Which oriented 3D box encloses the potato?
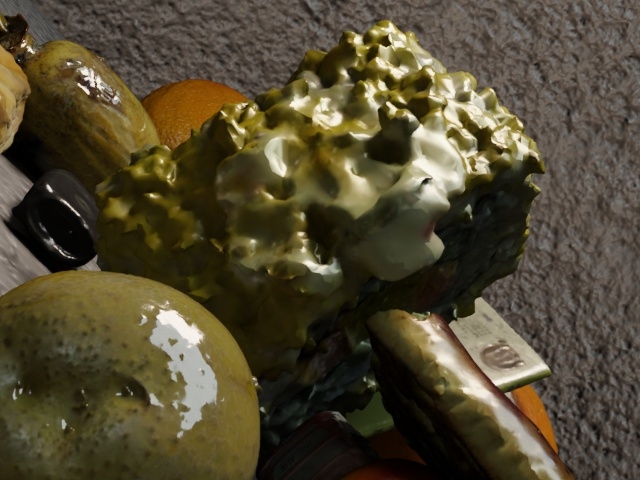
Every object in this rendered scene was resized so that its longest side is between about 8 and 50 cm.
[{"bbox_3d":[-0.103,0.097,0.537,0.157,0.157,0.194,48,-12,15],"label":"potato"}]

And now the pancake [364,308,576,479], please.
[{"bbox_3d":[0.172,0.240,0.855,0.427,0.067,0.305,53,-9,9],"label":"pancake"}]

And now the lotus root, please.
[{"bbox_3d":[-0.294,-0.150,1.175,0.278,0.154,0.154,52,-2,-34],"label":"lotus root"}]

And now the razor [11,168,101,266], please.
[{"bbox_3d":[-0.243,-0.019,0.985,0.090,0.054,0.148,47,2,-13],"label":"razor"}]

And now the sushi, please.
[{"bbox_3d":[0.000,0.000,0.948,0.240,0.396,0.351,48,-18,21],"label":"sushi"}]

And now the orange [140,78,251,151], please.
[{"bbox_3d":[-0.172,-0.093,1.463,0.264,0.264,0.264,47,1,-1],"label":"orange"}]

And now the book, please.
[{"bbox_3d":[0.056,0.126,1.176,0.239,0.352,0.035,48,-37,47],"label":"book"}]

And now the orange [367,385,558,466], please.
[{"bbox_3d":[0.153,0.250,1.255,0.284,0.226,0.284,24,44,-26],"label":"orange"}]

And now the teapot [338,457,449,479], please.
[{"bbox_3d":[0.032,0.250,0.758,0.252,0.135,0.178,29,43,-35],"label":"teapot"}]

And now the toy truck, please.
[{"bbox_3d":[0.063,0.280,0.931,0.270,0.114,0.135,49,-4,-23],"label":"toy truck"}]

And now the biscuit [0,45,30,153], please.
[{"bbox_3d":[-0.355,-0.166,0.960,0.213,0.091,0.274,50,2,-10],"label":"biscuit"}]
